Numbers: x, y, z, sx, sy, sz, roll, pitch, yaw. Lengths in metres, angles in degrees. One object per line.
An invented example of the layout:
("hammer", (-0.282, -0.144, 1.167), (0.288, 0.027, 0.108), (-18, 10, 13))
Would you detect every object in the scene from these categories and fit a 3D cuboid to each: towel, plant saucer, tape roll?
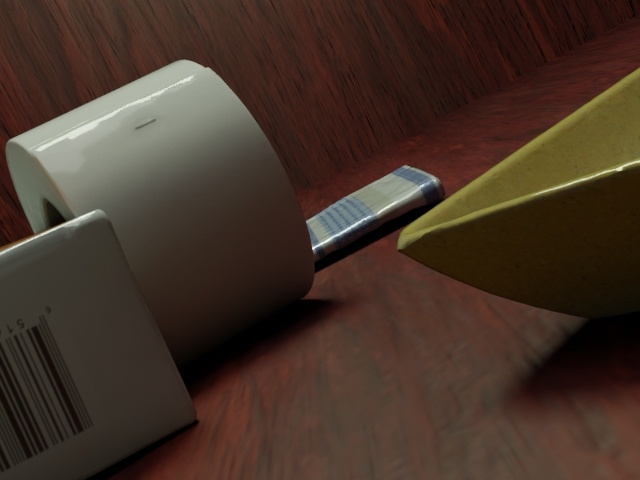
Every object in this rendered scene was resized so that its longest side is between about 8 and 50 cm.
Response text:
("towel", (0.000, 0.000, 1.173), (0.285, 0.034, 0.209), (-30, 9, -2))
("plant saucer", (0.250, -0.069, 0.461), (0.333, 0.081, 0.333), (-33, 7, -38))
("tape roll", (-0.141, -0.015, 0.923), (0.169, 0.246, 0.246), (-29, 6, -22))

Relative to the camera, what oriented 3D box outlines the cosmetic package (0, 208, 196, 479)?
("cosmetic package", (-0.287, 0.104, 0.848), (0.230, 0.161, 0.453), (-26, 6, -23))
